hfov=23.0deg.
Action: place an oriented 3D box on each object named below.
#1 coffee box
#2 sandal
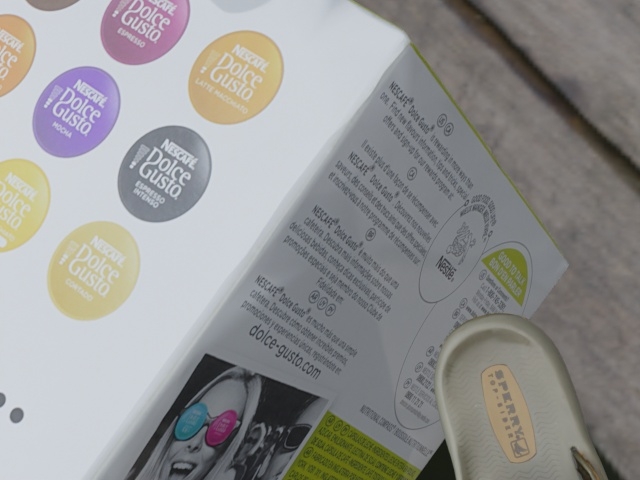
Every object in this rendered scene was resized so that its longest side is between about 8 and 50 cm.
[{"bbox_3d":[-0.108,0.008,0.945,0.337,0.338,0.334,34,87,30],"label":"coffee box"},{"bbox_3d":[0.090,0.110,0.605,0.072,0.049,0.180,-22,75,3],"label":"sandal"}]
